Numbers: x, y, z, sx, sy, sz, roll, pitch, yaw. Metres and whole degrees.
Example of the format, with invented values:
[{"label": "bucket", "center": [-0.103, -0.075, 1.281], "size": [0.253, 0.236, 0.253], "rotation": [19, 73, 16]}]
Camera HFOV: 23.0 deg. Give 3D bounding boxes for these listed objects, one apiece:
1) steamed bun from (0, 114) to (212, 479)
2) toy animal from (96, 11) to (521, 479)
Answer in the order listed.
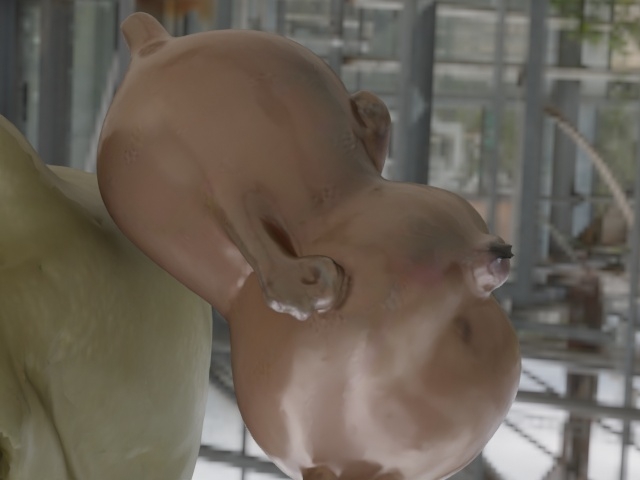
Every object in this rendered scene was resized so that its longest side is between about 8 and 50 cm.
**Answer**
[{"label": "steamed bun", "center": [-0.184, 0.084, 0.410], "size": [0.276, 0.203, 0.289], "rotation": [-22, 157, 29]}, {"label": "toy animal", "center": [-0.004, 0.004, 0.386], "size": [0.083, 0.150, 0.089], "rotation": [-19, 161, -35]}]
